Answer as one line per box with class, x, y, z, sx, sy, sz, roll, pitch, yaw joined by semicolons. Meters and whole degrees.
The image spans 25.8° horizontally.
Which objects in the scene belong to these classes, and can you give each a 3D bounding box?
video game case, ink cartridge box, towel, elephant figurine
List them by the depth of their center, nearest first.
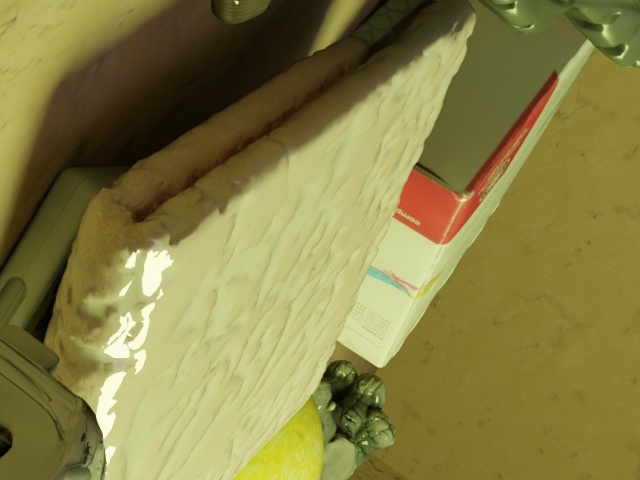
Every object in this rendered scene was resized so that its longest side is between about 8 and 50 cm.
video game case;-0.125;0.047;0.682;0.193;0.023;0.212;-57;171;10
towel;-0.053;0.044;0.737;0.317;0.053;0.332;-42;159;-48
ink cartridge box;0.080;-0.069;1.040;0.226;0.131;0.306;-52;173;-27
elephant figurine;-0.023;0.234;1.721;0.169;0.186;0.239;-12;179;25

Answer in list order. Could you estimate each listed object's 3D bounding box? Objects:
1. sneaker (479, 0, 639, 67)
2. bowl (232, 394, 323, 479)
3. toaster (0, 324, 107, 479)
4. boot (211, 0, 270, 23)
sneaker;0.129;-0.182;0.705;0.139;0.125;0.341;-50;160;21
bowl;-0.079;0.244;1.287;0.289;0.156;0.289;-54;173;-10
toaster;-0.157;0.112;0.392;0.227;0.129;0.146;-45;163;-45
boot;-0.005;-0.140;0.566;0.118;0.042;0.087;-49;168;-42
